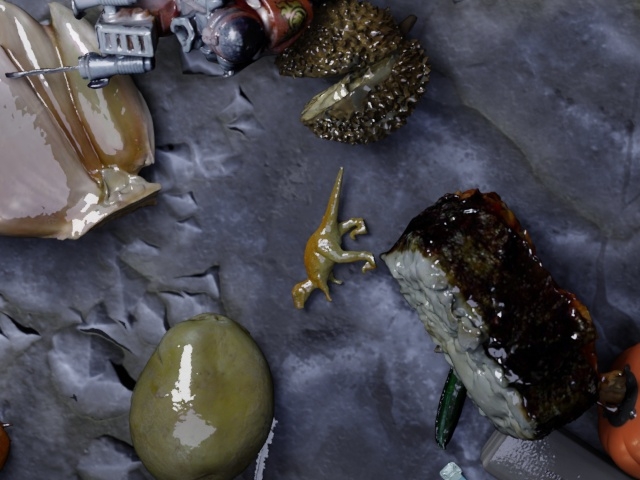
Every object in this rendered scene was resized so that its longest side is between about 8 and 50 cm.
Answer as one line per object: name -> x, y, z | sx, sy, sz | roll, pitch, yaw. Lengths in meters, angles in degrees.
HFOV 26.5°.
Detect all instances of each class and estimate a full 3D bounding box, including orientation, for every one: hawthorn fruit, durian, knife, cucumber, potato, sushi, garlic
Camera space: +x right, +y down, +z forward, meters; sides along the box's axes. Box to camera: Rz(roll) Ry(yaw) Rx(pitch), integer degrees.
hawthorn fruit -> -0.455, 0.278, 1.828 | 0.081, 0.081, 0.093 | 33, 71, -4
durian -> 0.045, -0.218, 1.676 | 0.196, 0.167, 0.196 | -8, 112, -20
knife -> 0.201, 0.337, 1.838 | 0.096, 0.010, 0.027 | 44, 99, -8
cucumber -> 0.182, 0.188, 1.796 | 0.036, 0.033, 0.184 | 15, 102, -19
potato -> -0.152, 0.211, 1.759 | 0.178, 0.160, 0.235 | 3, 87, -36
sushi -> 0.233, 0.099, 1.682 | 0.182, 0.196, 0.343 | -35, 92, -5
garlic -> -0.359, -0.136, 1.702 | 0.279, 0.132, 0.325 | -36, 97, -9

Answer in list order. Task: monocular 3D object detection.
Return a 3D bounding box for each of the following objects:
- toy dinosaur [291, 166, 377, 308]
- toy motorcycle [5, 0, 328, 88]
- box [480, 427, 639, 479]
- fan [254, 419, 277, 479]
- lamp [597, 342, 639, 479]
toy dinosaur -> 0.000, 0.000, 1.767 | 0.126, 0.039, 0.162 | -20, 98, 8
toy motorcycle -> -0.180, -0.257, 1.583 | 0.401, 0.207, 0.134 | -3, 125, 5
box -> 0.336, 0.321, 1.805 | 0.244, 0.055, 0.103 | 34, 101, -4
fan -> -0.099, 0.395, 1.837 | 0.191, 0.009, 0.329 | 10, 93, -3
lamp -> 0.447, 0.218, 1.717 | 0.164, 0.187, 0.187 | 16, 102, -19
